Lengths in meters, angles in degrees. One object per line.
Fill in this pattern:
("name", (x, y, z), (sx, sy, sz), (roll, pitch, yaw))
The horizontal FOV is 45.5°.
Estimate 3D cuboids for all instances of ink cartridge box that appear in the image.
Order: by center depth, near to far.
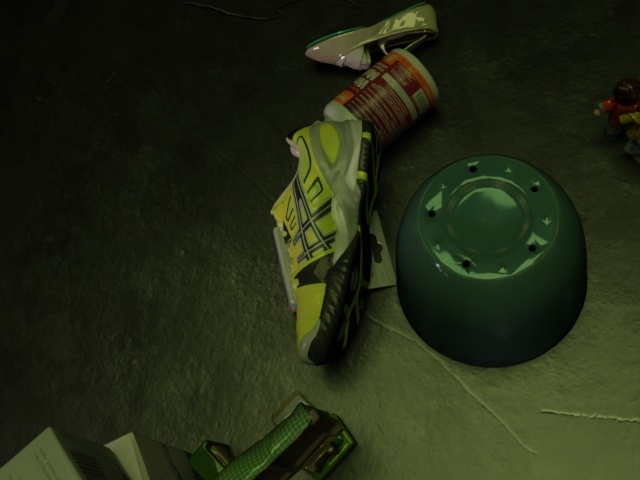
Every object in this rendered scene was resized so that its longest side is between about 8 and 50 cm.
("ink cartridge box", (-0.262, 0.392, 1.060), (0.171, 0.232, 0.168), (-27, 64, 1))
("ink cartridge box", (0.022, 0.032, 1.263), (0.180, 0.045, 0.145), (-9, 64, -10))

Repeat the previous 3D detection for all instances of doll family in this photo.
("doll family", (0.555, -0.189, 1.145), (0.263, 0.163, 0.118), (-11, 65, 9))

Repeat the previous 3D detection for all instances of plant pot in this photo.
("plant pot", (0.242, 0.011, 1.096), (0.293, 0.235, 0.292), (-5, 66, 11))

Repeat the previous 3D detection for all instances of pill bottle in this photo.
("pill bottle", (0.084, -0.214, 1.297), (0.221, 0.121, 0.121), (-40, 64, -5))

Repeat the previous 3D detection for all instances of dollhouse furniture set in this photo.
("dollhouse furniture set", (-0.087, 0.273, 1.029), (0.151, 0.301, 0.197), (41, 84, 22))

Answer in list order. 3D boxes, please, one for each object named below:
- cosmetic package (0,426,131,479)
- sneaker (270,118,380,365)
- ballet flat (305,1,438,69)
("cosmetic package", (-0.310, 0.343, 0.878), (0.184, 0.151, 0.151), (-40, 62, -6))
("sneaker", (0.000, 0.000, 1.175), (0.147, 0.145, 0.384), (5, 74, 15))
("ballet flat", (0.098, -0.356, 1.383), (0.249, 0.086, 0.086), (-20, 64, 4))
